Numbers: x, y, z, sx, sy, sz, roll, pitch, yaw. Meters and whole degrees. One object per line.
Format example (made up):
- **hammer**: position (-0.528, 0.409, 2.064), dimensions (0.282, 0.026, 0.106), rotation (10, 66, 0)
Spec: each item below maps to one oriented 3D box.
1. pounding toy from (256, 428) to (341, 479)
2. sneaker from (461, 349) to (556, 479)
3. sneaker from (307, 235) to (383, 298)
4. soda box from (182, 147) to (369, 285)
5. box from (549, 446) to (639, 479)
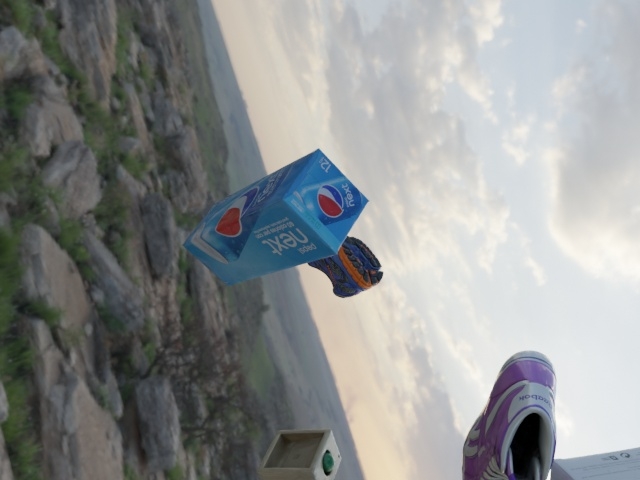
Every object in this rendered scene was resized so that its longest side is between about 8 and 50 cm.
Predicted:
- **pounding toy**: position (-0.021, 0.416, 1.221), dimensions (0.130, 0.141, 0.100), rotation (-56, 134, -58)
- **sneaker**: position (0.247, 0.303, 0.925), dimensions (0.161, 0.102, 0.282), rotation (-65, 162, -61)
- **sneaker**: position (0.000, 0.000, 1.082), dimensions (0.083, 0.087, 0.221), rotation (-14, 65, -52)
- **soda box**: position (-0.051, -0.015, 0.673), dimensions (0.071, 0.067, 0.210), rotation (44, -32, -19)
- **box**: position (0.436, 0.384, 0.941), dimensions (0.182, 0.180, 0.119), rotation (-139, -131, -70)
